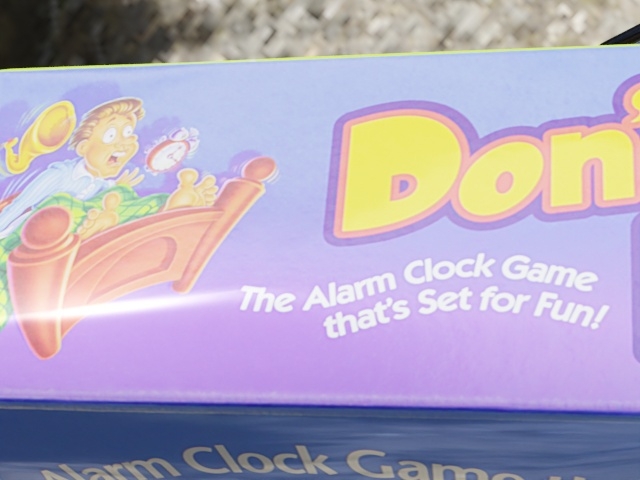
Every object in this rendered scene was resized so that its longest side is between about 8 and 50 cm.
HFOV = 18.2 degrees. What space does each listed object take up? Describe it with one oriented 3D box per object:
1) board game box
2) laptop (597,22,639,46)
[{"bbox_3d":[0.101,0.066,0.397,0.347,0.233,0.078,0,52,19],"label":"board game box"},{"bbox_3d":[0.295,-0.039,0.888,0.264,0.234,0.136,37,96,40],"label":"laptop"}]
